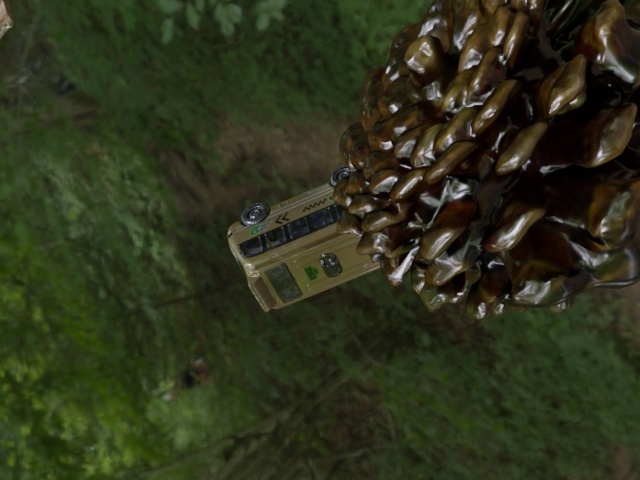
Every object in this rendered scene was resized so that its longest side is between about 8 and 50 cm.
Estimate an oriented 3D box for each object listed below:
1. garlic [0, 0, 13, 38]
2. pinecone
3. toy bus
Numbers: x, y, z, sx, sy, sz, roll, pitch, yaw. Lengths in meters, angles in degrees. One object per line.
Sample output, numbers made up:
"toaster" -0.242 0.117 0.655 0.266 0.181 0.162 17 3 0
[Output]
"garlic" -0.574 -0.361 1.354 0.099 0.174 0.124 42 178 -35
"pinecone" 0.206 -0.093 0.874 0.398 0.397 0.398 169 90 -90
"toy bus" 0.000 0.000 1.358 0.157 0.289 0.139 -105 -8 -51
